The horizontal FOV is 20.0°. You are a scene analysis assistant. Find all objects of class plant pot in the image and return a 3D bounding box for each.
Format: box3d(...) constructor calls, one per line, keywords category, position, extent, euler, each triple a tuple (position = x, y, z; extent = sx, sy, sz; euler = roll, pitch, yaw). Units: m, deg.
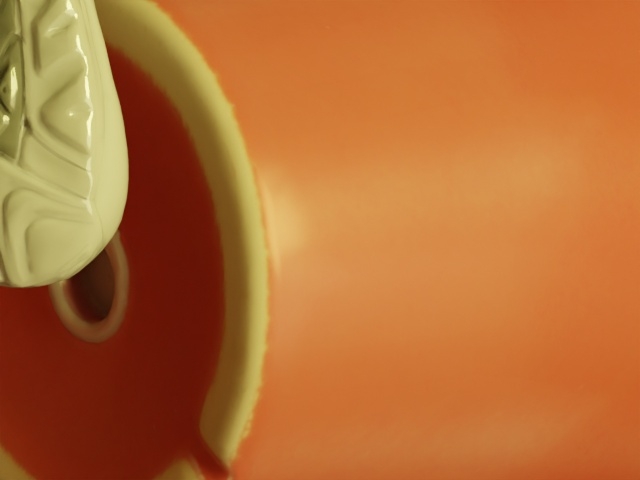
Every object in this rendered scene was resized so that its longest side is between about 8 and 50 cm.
box3d(category="plant pot", position=(0.000, 0.000, 0.676), extent=(0.243, 0.275, 0.275), euler=(-7, 108, -46))

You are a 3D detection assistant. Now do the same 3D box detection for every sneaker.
box3d(category="sneaker", position=(-0.108, -0.085, 0.527), extent=(0.090, 0.232, 0.115), euler=(-34, 161, 12))
